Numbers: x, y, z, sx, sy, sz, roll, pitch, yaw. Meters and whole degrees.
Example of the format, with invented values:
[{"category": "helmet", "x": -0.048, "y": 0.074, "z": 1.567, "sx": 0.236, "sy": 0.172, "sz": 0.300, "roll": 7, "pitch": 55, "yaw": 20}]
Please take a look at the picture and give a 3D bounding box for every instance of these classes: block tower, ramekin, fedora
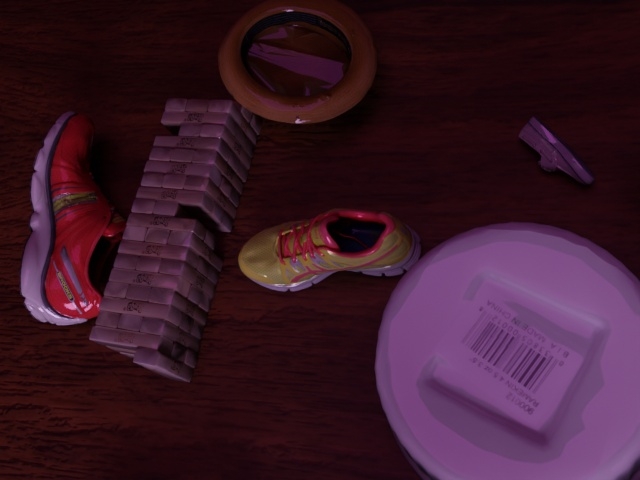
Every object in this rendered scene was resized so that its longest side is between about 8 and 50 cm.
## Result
[{"category": "block tower", "x": -0.165, "y": -0.013, "z": 0.865, "sx": 0.097, "sy": 0.091, "sz": 0.336, "roll": 5, "pitch": 70, "yaw": 20}, {"category": "ramekin", "x": 0.182, "y": 0.117, "z": 0.679, "sx": 0.277, "sy": 0.135, "sz": 0.277, "roll": -6, "pitch": 67, "yaw": 15}, {"category": "fedora", "x": -0.026, "y": -0.210, "z": 0.901, "sx": 0.194, "sy": 0.079, "sz": 0.194, "roll": -1, "pitch": 70, "yaw": 4}]

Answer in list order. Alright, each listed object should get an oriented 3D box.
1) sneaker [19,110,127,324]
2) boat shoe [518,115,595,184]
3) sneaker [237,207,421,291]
[{"category": "sneaker", "x": -0.294, "y": -0.029, "z": 0.924, "sx": 0.118, "sy": 0.107, "sz": 0.279, "roll": -1, "pitch": 71, "yaw": -3}, {"category": "boat shoe", "x": 0.254, "y": -0.091, "z": 0.799, "sx": 0.035, "sy": 0.035, "sz": 0.100, "roll": -50, "pitch": 64, "yaw": 25}, {"category": "sneaker", "x": 0.000, "y": 0.000, "z": 0.805, "sx": 0.208, "sy": 0.094, "sz": 0.081, "roll": -10, "pitch": 68, "yaw": 15}]
